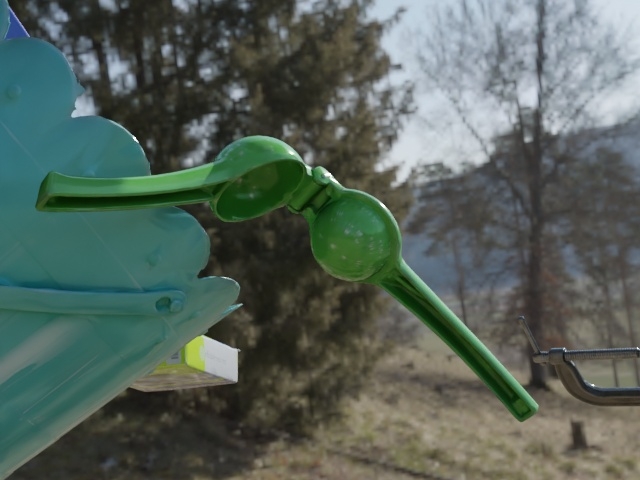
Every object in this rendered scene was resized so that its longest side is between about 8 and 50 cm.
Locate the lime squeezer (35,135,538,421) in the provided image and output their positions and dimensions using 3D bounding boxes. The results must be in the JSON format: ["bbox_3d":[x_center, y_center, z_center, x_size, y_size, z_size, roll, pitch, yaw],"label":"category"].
[{"bbox_3d":[0.000,0.000,0.603,0.310,0.059,0.110,27,22,-27],"label":"lime squeezer"}]

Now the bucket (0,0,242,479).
[{"bbox_3d":[-0.203,-0.003,0.680,0.183,0.281,0.281,-42,7,-12],"label":"bucket"}]

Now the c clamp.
[{"bbox_3d":[0.296,0.131,1.142,0.161,0.137,0.022,-2,43,33],"label":"c clamp"}]

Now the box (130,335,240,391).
[{"bbox_3d":[-0.154,0.120,1.105,0.109,0.042,0.178,-6,-15,12],"label":"box"}]

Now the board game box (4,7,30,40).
[{"bbox_3d":[-0.483,-0.175,1.101,0.347,0.233,0.078,-35,9,-15],"label":"board game box"}]
